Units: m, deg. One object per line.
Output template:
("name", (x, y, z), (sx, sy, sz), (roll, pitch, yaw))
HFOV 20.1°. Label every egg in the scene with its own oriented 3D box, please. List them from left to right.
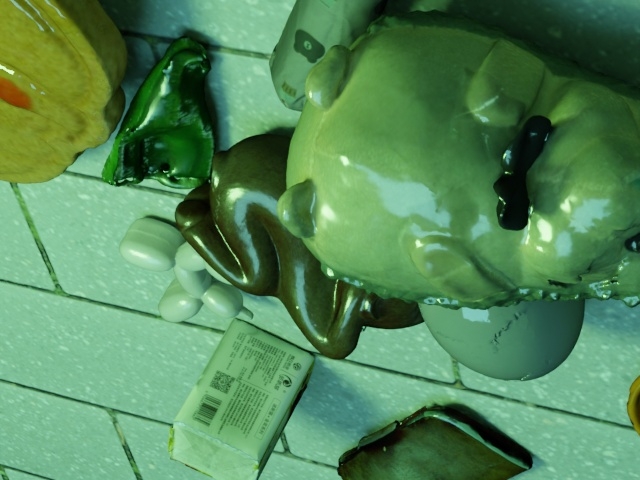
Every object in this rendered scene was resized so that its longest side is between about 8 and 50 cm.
("egg", (0.164, 0.048, 1.625), (0.146, 0.146, 0.198), (-2, 142, 37))

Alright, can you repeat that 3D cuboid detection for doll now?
("doll", (-0.125, 0.025, 1.876), (0.160, 0.059, 0.161), (3, 137, 33))
("doll", (0.149, -0.050, 1.437), (0.350, 0.247, 0.247), (13, 144, 0))

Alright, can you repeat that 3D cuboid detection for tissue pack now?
("tissue pack", (-0.087, 0.182, 1.968), (0.106, 0.148, 0.099), (25, 146, 6))

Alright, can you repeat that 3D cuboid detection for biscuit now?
("biscuit", (-0.345, -0.190, 1.703), (0.350, 0.078, 0.455), (29, 154, -3))

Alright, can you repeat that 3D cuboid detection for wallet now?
("wallet", (0.116, 0.251, 2.016), (0.137, 0.031, 0.255), (37, 144, -10))

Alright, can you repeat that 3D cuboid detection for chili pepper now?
("chili pepper", (-0.142, -0.112, 1.717), (0.108, 0.062, 0.216), (-1, 147, -21))

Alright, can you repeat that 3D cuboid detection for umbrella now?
("umbrella", (0.026, -0.219, 1.452), (0.073, 0.067, 0.337), (66, 153, 23))

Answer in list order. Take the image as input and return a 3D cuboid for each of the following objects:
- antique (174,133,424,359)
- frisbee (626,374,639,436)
("antique", (0.000, 0.000, 1.712), (0.257, 0.121, 0.143), (39, 132, -2))
("frisbee", (0.387, 0.170, 1.718), (0.192, 0.035, 0.192), (19, 145, 14))
